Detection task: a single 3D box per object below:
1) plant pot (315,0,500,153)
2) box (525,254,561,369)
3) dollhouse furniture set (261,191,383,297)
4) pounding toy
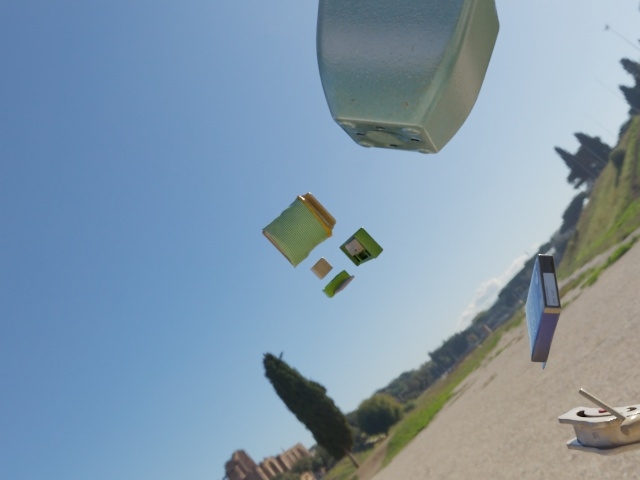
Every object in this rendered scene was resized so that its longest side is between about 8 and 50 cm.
[{"bbox_3d":[0.132,-0.280,0.946,0.248,0.247,0.252,23,-102,-68],"label":"plant pot"},{"bbox_3d":[0.453,0.154,1.220,0.225,0.037,0.136,78,-163,-45],"label":"box"},{"bbox_3d":[0.000,0.000,1.786,0.197,0.301,0.151,-45,2,-20],"label":"dollhouse furniture set"},{"bbox_3d":[0.677,0.403,1.382,0.154,0.154,0.269,-12,-9,-18],"label":"pounding toy"}]
